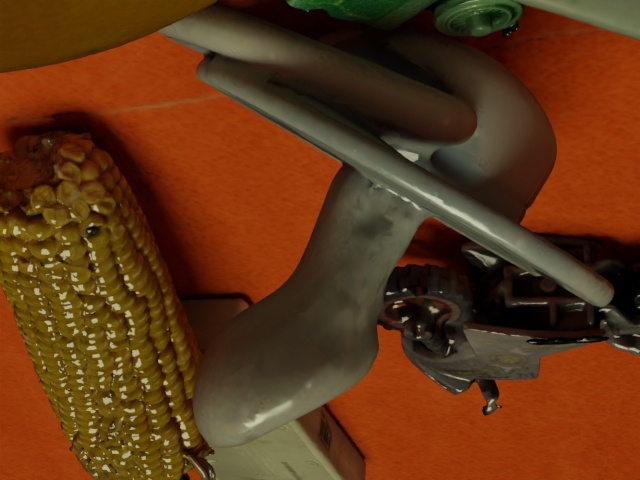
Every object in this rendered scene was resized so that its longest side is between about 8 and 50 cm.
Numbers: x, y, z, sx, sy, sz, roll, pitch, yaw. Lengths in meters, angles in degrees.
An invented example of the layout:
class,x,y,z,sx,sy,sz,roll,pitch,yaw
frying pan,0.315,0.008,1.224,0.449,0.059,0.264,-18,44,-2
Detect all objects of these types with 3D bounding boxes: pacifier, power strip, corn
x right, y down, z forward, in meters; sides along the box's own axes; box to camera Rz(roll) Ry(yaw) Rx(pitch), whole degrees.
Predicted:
class,x,y,z,sx,sy,sz,roll,pitch,yaw
pacifier,0.000,0.000,0.838,0.227,0.207,0.279,27,-178,-7
power strip,-0.057,0.122,1.335,0.106,0.043,0.367,-2,154,15
corn,-0.128,0.051,1.082,0.106,0.106,0.293,-1,142,14

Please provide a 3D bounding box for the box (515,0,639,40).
class,x,y,z,sx,sy,sz,roll,pitch,yaw
box,0.087,-0.147,0.501,0.312,0.182,0.175,14,126,-21

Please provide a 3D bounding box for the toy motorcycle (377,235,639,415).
class,x,y,z,sx,sy,sz,roll,pitch,yaw
toy motorcycle,0.134,0.050,1.099,0.215,0.080,0.122,-1,155,4

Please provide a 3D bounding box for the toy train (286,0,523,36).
class,x,y,z,sx,sy,sz,roll,pitch,yaw
toy train,0.071,-0.136,0.706,0.105,0.071,0.178,8,155,-40

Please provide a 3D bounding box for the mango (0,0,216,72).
class,x,y,z,sx,sy,sz,roll,pitch,yaw
mango,-0.133,-0.133,0.693,0.255,0.139,0.175,5,162,-14
